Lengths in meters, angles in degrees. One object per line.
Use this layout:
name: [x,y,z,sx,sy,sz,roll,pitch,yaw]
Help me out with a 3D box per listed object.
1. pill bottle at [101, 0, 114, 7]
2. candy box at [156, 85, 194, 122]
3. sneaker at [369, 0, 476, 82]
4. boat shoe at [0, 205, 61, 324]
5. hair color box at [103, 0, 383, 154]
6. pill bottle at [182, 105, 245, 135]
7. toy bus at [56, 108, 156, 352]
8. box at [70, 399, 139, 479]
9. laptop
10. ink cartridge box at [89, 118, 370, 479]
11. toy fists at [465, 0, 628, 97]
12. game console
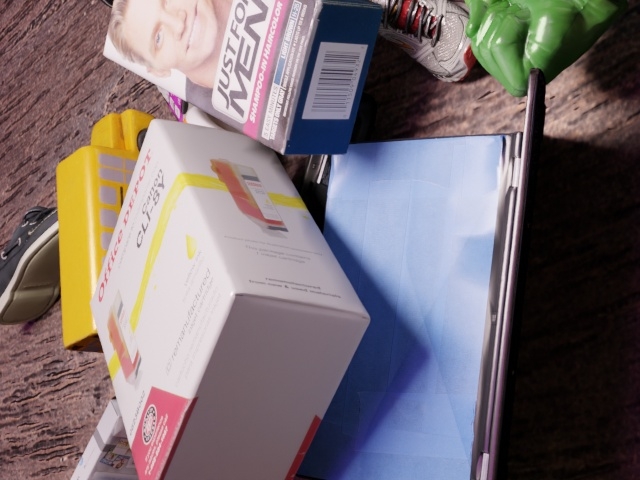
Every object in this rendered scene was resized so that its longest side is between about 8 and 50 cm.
pill bottle: [-0.336,-0.447,2.010,0.219,0.122,0.123,43,114,48]
candy box: [-0.196,-0.286,1.782,0.233,0.071,0.159,-124,32,-45]
sneaker: [0.098,-0.240,1.417,0.225,0.092,0.088,40,112,49]
boat shoe: [-0.429,0.004,2.003,0.340,0.127,0.113,-49,57,46]
hair color box: [-0.099,-0.235,1.468,0.347,0.105,0.174,31,114,40]
pill bottle: [-0.157,-0.054,1.671,0.121,0.121,0.221,49,119,47]
toy bus: [-0.287,-0.016,1.782,0.108,0.130,0.333,-26,63,46]
box: [-0.238,0.295,1.660,0.186,0.145,0.038,-63,37,20]
laptop: [0.077,0.061,1.240,0.236,0.408,0.382,5,83,9]
ink cartridge box: [-0.122,0.076,1.450,0.279,0.160,0.385,-67,28,24]
toy fists: [0.198,-0.243,1.230,0.142,0.096,0.279,-50,24,31]
game console: [0.000,0.000,1.519,0.213,0.044,0.361,26,103,52]
